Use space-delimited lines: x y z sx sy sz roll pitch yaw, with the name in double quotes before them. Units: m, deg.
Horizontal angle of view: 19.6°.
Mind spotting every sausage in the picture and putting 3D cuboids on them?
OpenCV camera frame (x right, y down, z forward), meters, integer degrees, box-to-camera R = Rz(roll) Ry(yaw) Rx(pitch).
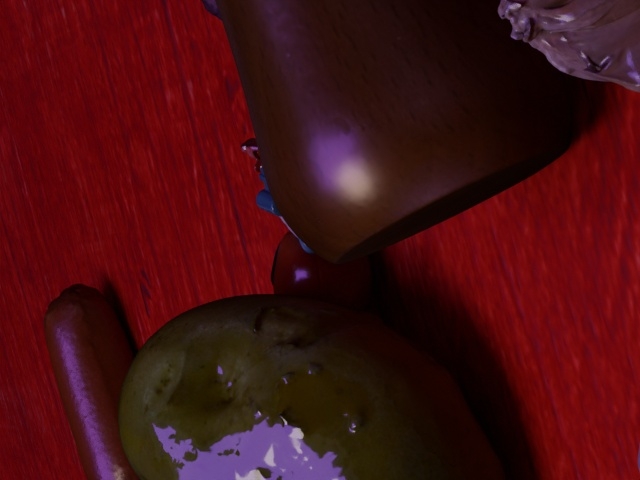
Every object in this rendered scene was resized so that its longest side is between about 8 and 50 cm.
"sausage" -0.187 0.133 1.593 0.076 0.076 0.197 -41 66 63

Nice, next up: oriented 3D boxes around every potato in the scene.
"potato" -0.002 0.125 1.084 0.253 0.148 0.186 29 109 20

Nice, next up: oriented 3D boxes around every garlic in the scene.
"garlic" 0.126 -0.108 0.790 0.113 0.094 0.074 56 -169 23

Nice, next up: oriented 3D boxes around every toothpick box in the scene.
"toothpick box" 0.001 -0.148 0.906 0.294 0.192 0.192 64 154 7

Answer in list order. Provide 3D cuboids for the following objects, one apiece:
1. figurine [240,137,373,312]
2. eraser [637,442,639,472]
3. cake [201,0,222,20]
"figurine" 0.000 0.000 1.136 0.075 0.068 0.140 30 138 62
"eraser" 0.218 0.194 0.803 0.243 0.059 0.204 -153 51 -63
"cake" -0.071 -0.232 1.135 0.295 0.113 0.116 55 154 8
